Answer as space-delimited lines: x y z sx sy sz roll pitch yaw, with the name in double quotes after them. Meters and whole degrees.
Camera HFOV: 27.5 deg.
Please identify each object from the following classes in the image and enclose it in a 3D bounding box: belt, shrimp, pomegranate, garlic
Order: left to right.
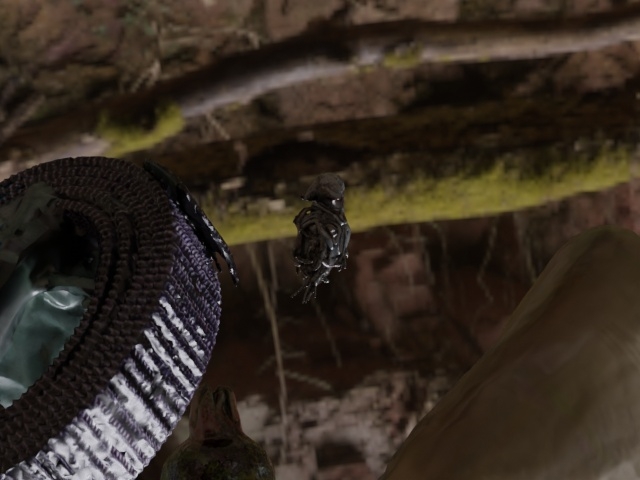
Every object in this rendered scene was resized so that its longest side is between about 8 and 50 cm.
-0.215 0.081 0.962 0.260 0.122 0.325 11 -122 32 "belt"
-0.107 0.250 1.463 0.125 0.163 0.138 22 175 -14 "pomegranate"
0.000 0.000 1.277 0.056 0.065 0.165 2 -141 5 "shrimp"
0.124 0.117 0.773 0.196 0.151 0.338 -31 -174 45 "garlic"
